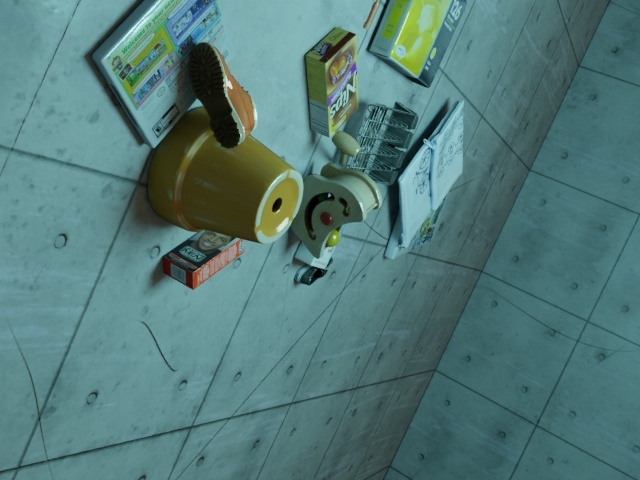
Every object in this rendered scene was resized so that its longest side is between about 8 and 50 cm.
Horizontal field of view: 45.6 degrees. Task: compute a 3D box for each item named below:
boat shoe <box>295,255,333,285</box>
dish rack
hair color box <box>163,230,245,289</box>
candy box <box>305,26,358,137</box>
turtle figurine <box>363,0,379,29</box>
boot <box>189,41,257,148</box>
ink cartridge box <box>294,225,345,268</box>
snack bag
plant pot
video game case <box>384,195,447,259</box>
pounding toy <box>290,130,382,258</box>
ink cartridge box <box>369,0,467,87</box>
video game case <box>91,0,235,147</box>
[{"bbox_3d":[-0.007,0.073,1.843,0.142,0.040,0.049,-32,141,-49],"label":"boat shoe"},{"bbox_3d":[0.132,-0.227,1.790,0.271,0.074,0.208,-6,118,-60],"label":"dish rack"},{"bbox_3d":[-0.205,0.024,1.356,0.141,0.072,0.043,-40,147,-44],"label":"hair color box"},{"bbox_3d":[0.026,-0.310,1.508,0.109,0.053,0.187,-49,154,-30],"label":"candy box"},{"bbox_3d":[0.102,-0.541,1.386,0.217,0.087,0.270,-49,145,-45],"label":"turtle figurine"},{"bbox_3d":[-0.143,-0.224,1.148,0.084,0.059,0.158,-45,122,-54],"label":"boot"},{"bbox_3d":[0.000,0.000,1.769,0.123,0.052,0.088,-64,156,3],"label":"ink cartridge box"},{"bbox_3d":[0.317,-0.181,2.163,0.343,0.037,0.323,-51,153,-26],"label":"snack bag"},{"bbox_3d":[-0.139,-0.088,1.230,0.205,0.187,0.205,-45,151,-35],"label":"plant pot"},{"bbox_3d":[0.316,-0.121,2.308,0.300,0.036,0.329,-20,131,-57],"label":"video game case"},{"bbox_3d":[0.058,-0.093,1.624,0.155,0.154,0.270,-38,158,-44],"label":"pounding toy"},{"bbox_3d":[0.243,-0.524,1.716,0.303,0.072,0.307,4,112,-64],"label":"ink cartridge box"},{"bbox_3d":[-0.216,-0.268,1.098,0.212,0.023,0.193,-54,155,-19],"label":"video game case"}]
